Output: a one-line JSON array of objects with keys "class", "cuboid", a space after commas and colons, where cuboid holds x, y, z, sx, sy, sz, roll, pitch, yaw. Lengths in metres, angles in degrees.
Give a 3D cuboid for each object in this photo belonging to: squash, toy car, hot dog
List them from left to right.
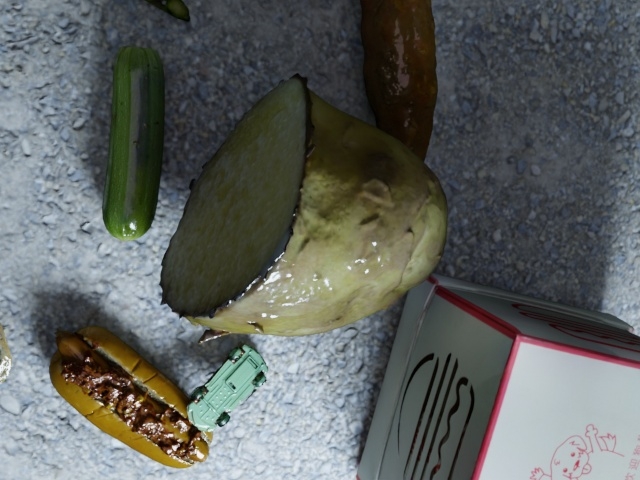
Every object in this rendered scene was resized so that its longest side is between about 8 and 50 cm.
[{"class": "hot dog", "cuboid": [-0.235, 0.197, 0.932, 0.102, 0.076, 0.249, -44, 107, 1]}, {"class": "squash", "cuboid": [-0.218, -0.112, 0.892, 0.066, 0.066, 0.228, 3, 98, -13]}, {"class": "toy car", "cuboid": [-0.119, 0.186, 0.960, 0.122, 0.035, 0.059, -46, 109, -20]}]

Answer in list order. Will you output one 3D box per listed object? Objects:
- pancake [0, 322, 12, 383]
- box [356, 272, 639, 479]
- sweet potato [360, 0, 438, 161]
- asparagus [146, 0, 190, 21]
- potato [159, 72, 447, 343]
[{"class": "pancake", "cuboid": [-0.445, 0.134, 0.900, 0.152, 0.025, 0.151, -2, 99, -14]}, {"class": "box", "cuboid": [0.259, 0.239, 0.933, 0.313, 0.300, 0.314, 14, 96, -15]}, {"class": "sweet potato", "cuboid": [0.095, -0.228, 0.925, 0.106, 0.095, 0.354, -6, 99, 30]}, {"class": "asparagus", "cuboid": [-0.257, -0.310, 0.869, 0.236, 0.027, 0.034, 20, 83, -15]}, {"class": "potato", "cuboid": [0.000, 0.000, 0.879, 0.237, 0.289, 0.300, 29, 60, -33]}]
